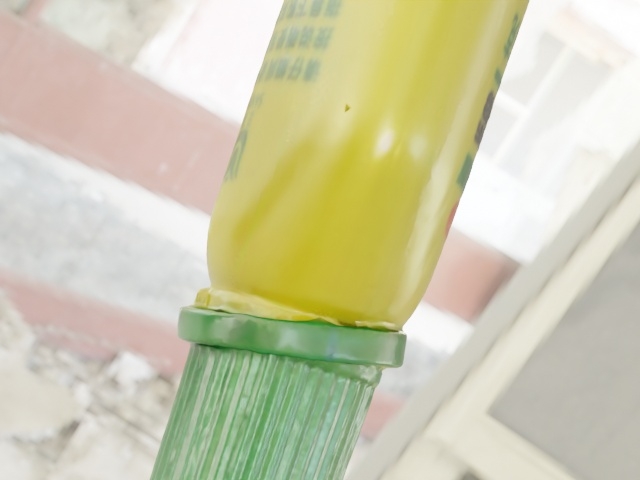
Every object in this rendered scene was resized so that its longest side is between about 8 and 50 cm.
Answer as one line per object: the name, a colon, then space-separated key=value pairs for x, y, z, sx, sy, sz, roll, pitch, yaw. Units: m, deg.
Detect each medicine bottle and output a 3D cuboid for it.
medicine bottle: x=0.000 y=0.000 z=0.568 sx=0.076 sy=0.309 sz=0.111 roll=20 pitch=-5 yaw=-9
